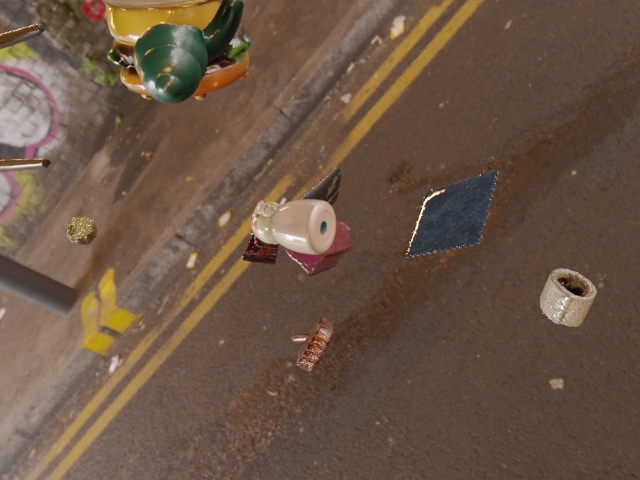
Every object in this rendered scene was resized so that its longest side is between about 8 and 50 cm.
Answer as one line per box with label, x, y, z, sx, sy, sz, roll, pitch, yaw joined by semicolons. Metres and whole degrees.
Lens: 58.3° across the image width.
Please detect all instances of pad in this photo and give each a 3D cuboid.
pad;0.379;-0.073;1.668;0.269;0.012;0.269;-17;42;47

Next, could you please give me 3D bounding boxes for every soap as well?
soap;0.000;0.000;1.771;0.182;0.289;0.112;48;113;15

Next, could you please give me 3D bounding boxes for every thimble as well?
thimble;0.558;0.130;1.302;0.115;0.102;0.090;-67;-12;-55

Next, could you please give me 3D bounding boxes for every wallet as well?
wallet;-0.003;-0.152;2.235;0.044;0.170;0.321;18;38;23

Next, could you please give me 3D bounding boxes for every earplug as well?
earplug;-0.292;-0.418;1.296;0.257;0.164;0.280;-5;50;6

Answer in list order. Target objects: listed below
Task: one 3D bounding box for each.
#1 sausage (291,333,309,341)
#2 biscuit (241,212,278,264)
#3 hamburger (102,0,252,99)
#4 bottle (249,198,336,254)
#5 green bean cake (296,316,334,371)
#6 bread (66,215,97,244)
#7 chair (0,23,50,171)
sausage;-0.044;0.296;1.742;0.116;0.026;0.026;-12;53;43
biscuit;-0.222;-0.002;2.276;0.063;0.151;0.235;-121;44;-54
hamburger;-0.398;-0.551;1.601;0.395;0.277;0.396;-3;33;2
bottle;-0.089;-0.043;1.580;0.236;0.147;0.148;6;65;30
green bean cake;-0.012;0.289;1.592;0.136;0.056;0.135;-59;4;6
bread;-0.557;-0.021;1.340;0.066;0.060;0.110;-40;4;-20
chair;-0.450;-0.150;0.613;0.272;0.188;0.166;2;94;26
